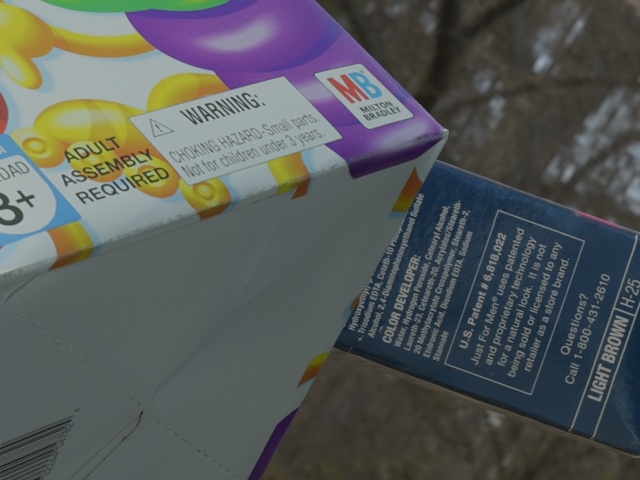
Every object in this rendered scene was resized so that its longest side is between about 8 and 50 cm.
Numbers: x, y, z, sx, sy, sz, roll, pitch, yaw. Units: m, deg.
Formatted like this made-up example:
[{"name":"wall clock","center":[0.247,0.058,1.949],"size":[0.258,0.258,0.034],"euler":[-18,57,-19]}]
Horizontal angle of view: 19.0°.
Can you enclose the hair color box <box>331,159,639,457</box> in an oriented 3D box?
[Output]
[{"name":"hair color box","center":[0.000,0.000,0.957],"size":[0.347,0.105,0.174],"euler":[19,-4,-1]}]

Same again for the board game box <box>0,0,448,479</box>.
[{"name":"board game box","center":[-0.126,-0.053,0.496],"size":[0.275,0.142,0.144],"euler":[47,-47,22]}]
